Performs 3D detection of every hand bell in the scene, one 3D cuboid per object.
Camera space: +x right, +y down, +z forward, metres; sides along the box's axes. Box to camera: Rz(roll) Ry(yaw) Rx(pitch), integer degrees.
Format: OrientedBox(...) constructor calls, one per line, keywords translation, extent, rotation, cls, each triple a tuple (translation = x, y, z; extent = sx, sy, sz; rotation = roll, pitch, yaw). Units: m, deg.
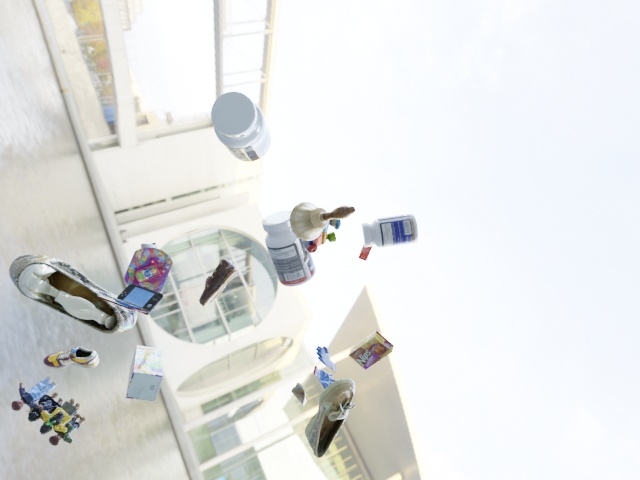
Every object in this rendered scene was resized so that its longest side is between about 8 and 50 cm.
OrientedBox(translation=(0.024, -0.073, 1.274), extent=(0.242, 0.126, 0.126), rotation=(-10, -82, 55), cls="hand bell")

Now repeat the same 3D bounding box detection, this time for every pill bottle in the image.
OrientedBox(translation=(0.342, -0.045, 2.160), extent=(0.153, 0.265, 0.153), rotation=(-8, 90, -87), cls="pill bottle")
OrientedBox(translation=(-0.251, -0.360, 1.387), extent=(0.278, 0.162, 0.162), rotation=(71, -1, -86), cls="pill bottle")
OrientedBox(translation=(-0.166, 0.040, 2.243), extent=(0.210, 0.210, 0.362), rotation=(31, -38, 58), cls="pill bottle")

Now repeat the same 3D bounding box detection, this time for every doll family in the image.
OrientedBox(translation=(-0.694, 0.435, 1.099), extent=(0.193, 0.111, 0.076), rotation=(38, -64, 3), cls="doll family")

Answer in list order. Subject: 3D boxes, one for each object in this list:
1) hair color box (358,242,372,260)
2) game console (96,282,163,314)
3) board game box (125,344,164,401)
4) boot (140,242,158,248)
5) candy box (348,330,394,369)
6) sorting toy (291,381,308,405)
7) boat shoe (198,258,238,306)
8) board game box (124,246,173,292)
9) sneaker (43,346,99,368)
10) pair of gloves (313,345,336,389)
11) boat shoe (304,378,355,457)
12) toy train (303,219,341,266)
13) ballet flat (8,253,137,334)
OrientedBox(translation=(0.266, 0.024, 2.426), extent=(0.093, 0.054, 0.167), rotation=(-56, 167, -78), cls="hair color box")
OrientedBox(translation=(-0.595, 0.174, 1.362), extent=(0.144, 0.124, 0.085), rotation=(15, -43, 20), cls="game console")
OrientedBox(translation=(-0.882, 0.663, 2.182), extent=(0.144, 0.142, 0.275), rotation=(-71, -158, 8), cls="board game box")
OrientedBox(translation=(-0.866, 0.074, 2.281), extent=(0.258, 0.095, 0.123), rotation=(52, 39, -84), cls="boot")
OrientedBox(translation=(0.225, 0.493, 1.938), extent=(0.109, 0.053, 0.187), rotation=(41, -57, -5), cls="candy box")
OrientedBox(translation=(-0.081, 0.630, 1.806), extent=(0.083, 0.045, 0.075), rotation=(37, -44, 38), cls="sorting toy")
OrientedBox(translation=(-0.379, 0.153, 1.565), extent=(0.073, 0.207, 0.073), rotation=(44, 17, 7), cls="boat shoe")
OrientedBox(translation=(-0.597, 0.108, 1.500), extent=(0.168, 0.133, 0.033), rotation=(-68, -161, -3), cls="board game box")
OrientedBox(translation=(-0.913, 0.421, 1.581), extent=(0.069, 0.186, 0.083), rotation=(-102, -162, -47), cls="sneaker")
OrientedBox(translation=(0.024, 0.560, 1.902), extent=(0.159, 0.023, 0.198), rotation=(51, 28, -28), cls="pair of gloves")
OrientedBox(translation=(0.039, 0.543, 1.327), extent=(0.089, 0.105, 0.285), rotation=(-118, -137, -54), cls="boat shoe")
OrientedBox(translation=(0.000, 0.000, 1.767), extent=(0.105, 0.144, 0.247), rotation=(-120, -154, -43), cls="toy train")
OrientedBox(translation=(-0.865, 0.179, 1.471), extent=(0.483, 0.163, 0.182), rotation=(28, -4, -2), cls="ballet flat")
